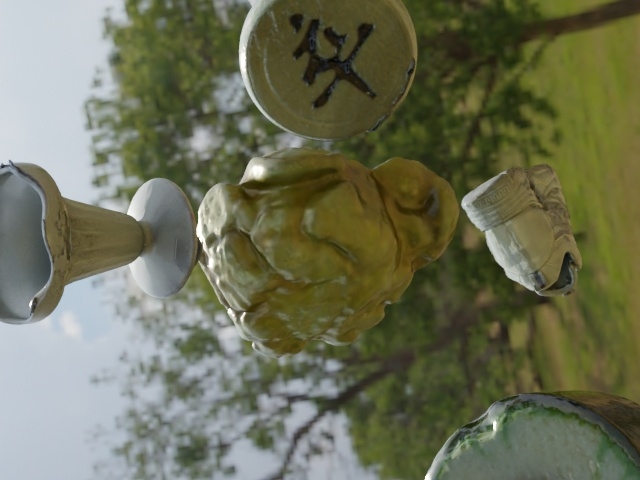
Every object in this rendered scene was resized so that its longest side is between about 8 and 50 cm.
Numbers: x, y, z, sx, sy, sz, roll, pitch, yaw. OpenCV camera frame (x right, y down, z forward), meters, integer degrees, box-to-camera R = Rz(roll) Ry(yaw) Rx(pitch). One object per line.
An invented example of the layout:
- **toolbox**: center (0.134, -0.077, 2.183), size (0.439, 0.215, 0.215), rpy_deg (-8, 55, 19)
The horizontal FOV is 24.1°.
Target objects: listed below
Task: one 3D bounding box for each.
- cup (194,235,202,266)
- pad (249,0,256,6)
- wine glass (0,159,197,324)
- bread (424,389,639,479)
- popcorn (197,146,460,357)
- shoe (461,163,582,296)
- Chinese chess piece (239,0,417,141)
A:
- **cup**: center (-0.197, 0.011, 1.850), size (0.077, 0.078, 0.100), rpy_deg (41, 125, 42)
- **pad**: center (-0.127, -0.391, 2.550), size (0.375, 0.063, 0.315), rpy_deg (64, 174, -20)
- **wine glass**: center (-0.237, 0.001, 1.522), size (0.197, 0.165, 0.164), rpy_deg (-2, -102, -39)
- **bread**: center (0.278, 0.352, 1.670), size (0.129, 0.382, 0.366), rpy_deg (5, -90, -47)
- **popcorn**: center (0.001, 0.013, 2.055), size (0.334, 0.292, 0.293), rpy_deg (-15, -79, -48)
- **shoe**: center (0.338, -0.004, 2.371), size (0.210, 0.132, 0.342), rpy_deg (62, -162, 6)
- **Chinese chess piece**: center (0.008, -0.197, 1.580), size (0.083, 0.188, 0.188), rpy_deg (-95, -9, -67)
